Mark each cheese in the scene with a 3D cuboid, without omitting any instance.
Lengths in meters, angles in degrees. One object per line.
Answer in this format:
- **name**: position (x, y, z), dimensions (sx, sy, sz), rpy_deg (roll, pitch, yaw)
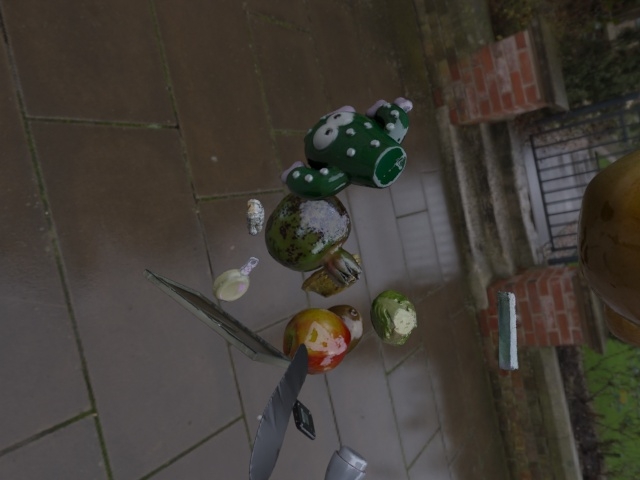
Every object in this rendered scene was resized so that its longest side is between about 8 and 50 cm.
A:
- **cheese**: position (-0.322, 0.148, 1.998), dimensions (0.137, 0.227, 0.064), rpy_deg (24, 28, -45)

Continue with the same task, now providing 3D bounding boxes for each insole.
- **insole**: position (-0.051, 0.222, 0.684), dimensions (0.232, 0.003, 0.080), rpy_deg (-63, 146, -56)

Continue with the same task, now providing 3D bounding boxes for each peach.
- **peach**: position (-0.006, 0.281, 1.430), dimensions (0.197, 0.197, 0.198), rpy_deg (22, 63, -52)

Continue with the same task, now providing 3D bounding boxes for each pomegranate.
- **pomegranate**: position (0.000, 0.000, 1.587), dimensions (0.341, 0.285, 0.285), rpy_deg (46, 30, 16)
- **pomegranate**: position (0.539, 0.006, 0.769), dimensions (0.319, 0.319, 0.320), rpy_deg (22, 63, -52)

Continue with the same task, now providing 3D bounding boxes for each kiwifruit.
- **kiwifruit**: position (0.069, 0.357, 2.028), dimensions (0.196, 0.234, 0.196), rpy_deg (32, 23, -15)

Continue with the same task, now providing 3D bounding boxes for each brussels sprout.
- **brussels sprout**: position (0.219, 0.231, 1.551), dimensions (0.143, 0.181, 0.162), rpy_deg (17, 71, -8)

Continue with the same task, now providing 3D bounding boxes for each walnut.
- **walnut**: position (0.969, 0.230, 1.529), dimensions (0.195, 0.221, 0.196), rpy_deg (-11, 113, -27)

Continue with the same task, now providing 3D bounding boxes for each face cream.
- **face cream**: position (0.061, 0.554, 1.238), dimensions (0.091, 0.091, 0.095), rpy_deg (41, 78, -43)

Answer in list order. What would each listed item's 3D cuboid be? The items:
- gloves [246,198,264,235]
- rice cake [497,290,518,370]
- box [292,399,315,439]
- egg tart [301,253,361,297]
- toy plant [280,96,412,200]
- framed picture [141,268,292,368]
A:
- **gloves**: position (-0.258, -0.082, 2.045), dimensions (0.153, 0.070, 0.114), rpy_deg (97, -8, -49)
- **rice cake**: position (0.486, 0.235, 1.333), dimensions (0.034, 0.043, 0.211), rpy_deg (-8, 98, -39)
- **box**: position (-0.060, 0.669, 1.920), dimensions (0.125, 0.027, 0.126), rpy_deg (52, 12, -37)
- **egg tart**: position (0.047, 0.131, 1.789), dimensions (0.241, 0.241, 0.106), rpy_deg (-16, 73, -57)
- **toy plant**: position (0.048, -0.167, 0.931), dimensions (0.113, 0.243, 0.233), rpy_deg (54, 49, -40)
- **framed picture**: position (-0.164, 0.135, 0.861), dimensions (0.016, 0.249, 0.184), rpy_deg (-57, 158, -7)
